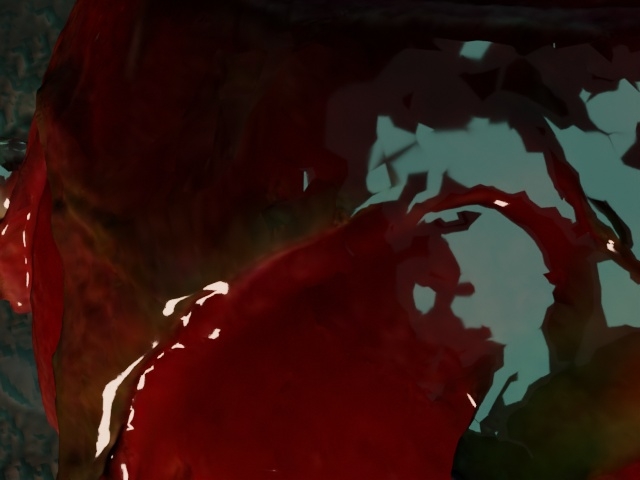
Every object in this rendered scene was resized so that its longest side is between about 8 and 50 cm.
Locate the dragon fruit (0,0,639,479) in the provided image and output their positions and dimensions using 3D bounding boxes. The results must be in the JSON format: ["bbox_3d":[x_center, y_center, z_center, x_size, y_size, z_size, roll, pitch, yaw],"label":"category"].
[{"bbox_3d":[0.000,0.000,0.554,0.343,0.100,0.282,19,93,36],"label":"dragon fruit"}]
